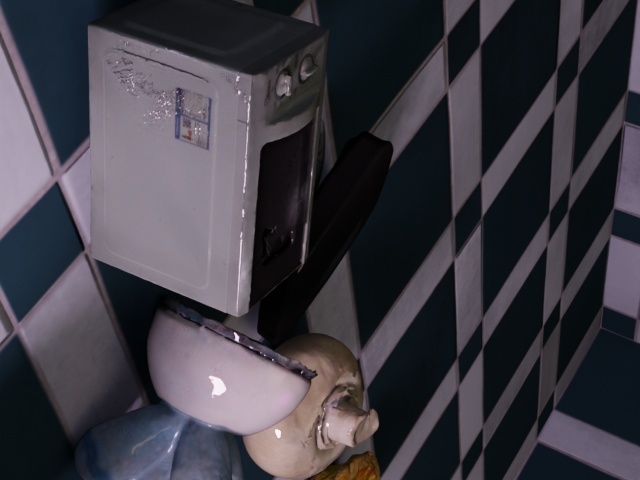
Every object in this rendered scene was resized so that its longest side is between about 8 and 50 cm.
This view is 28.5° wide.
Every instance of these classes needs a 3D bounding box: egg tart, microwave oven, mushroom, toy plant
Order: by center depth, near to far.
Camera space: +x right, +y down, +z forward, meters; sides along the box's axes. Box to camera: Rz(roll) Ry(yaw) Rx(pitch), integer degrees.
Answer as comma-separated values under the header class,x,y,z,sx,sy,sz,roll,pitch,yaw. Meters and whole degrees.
class,x,y,z,sx,sy,sz,roll,pitch,yaw
microwave oven,-0.122,-0.107,1.402,0.181,0.237,0.295,-40,144,-49
toy plant,-0.177,0.263,1.640,0.332,0.247,0.247,-63,156,-4
mushroom,-0.010,0.270,2.020,0.246,0.202,0.246,-29,125,-51
egg tart,0.028,0.507,2.420,0.241,0.106,0.241,-42,144,-41

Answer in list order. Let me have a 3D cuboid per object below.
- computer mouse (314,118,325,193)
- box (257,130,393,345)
class,x,y,z,sx,sy,sz,roll,pitch,yaw
computer mouse,-0.027,-0.104,1.836,0.089,0.056,0.181,2,108,-70
box,0.000,0.000,1.881,0.289,0.073,0.290,-55,172,-23
